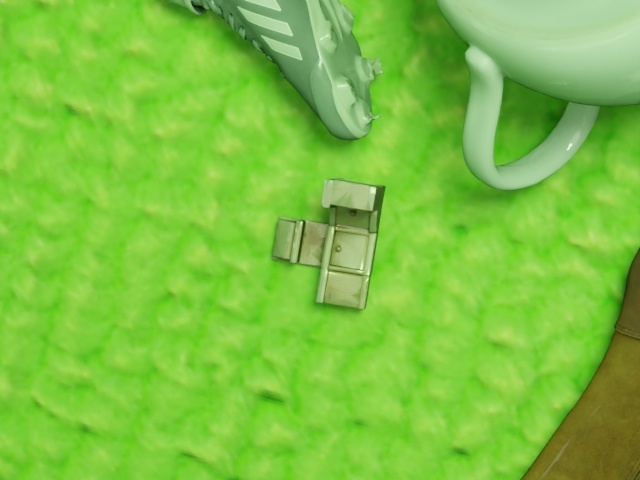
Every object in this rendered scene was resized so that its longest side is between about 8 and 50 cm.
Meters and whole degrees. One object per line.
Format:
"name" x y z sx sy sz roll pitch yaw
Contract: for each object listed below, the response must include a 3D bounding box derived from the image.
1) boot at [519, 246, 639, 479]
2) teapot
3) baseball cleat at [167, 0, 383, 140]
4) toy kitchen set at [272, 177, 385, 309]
"boot" 0.284 0.129 1.058 0.264 0.096 0.280 25 99 3
"teapot" 0.191 -0.179 0.997 0.256 0.187 0.252 -13 69 29
"baseball cleat" -0.039 -0.150 1.086 0.109 0.072 0.206 -22 91 24
"toy kitchen set" 0.000 0.000 1.085 0.068 0.075 0.083 9 93 6
